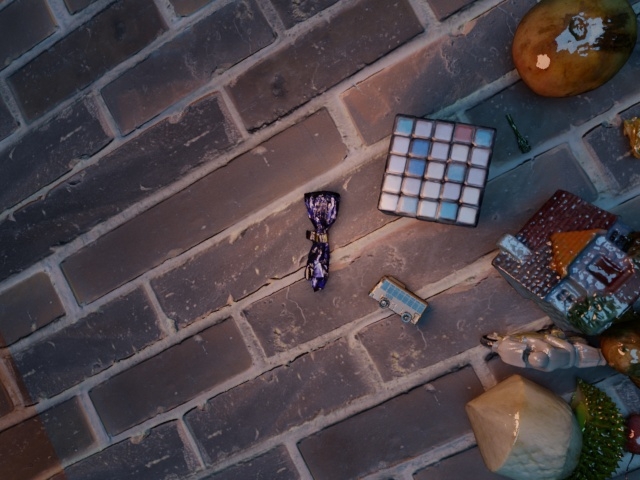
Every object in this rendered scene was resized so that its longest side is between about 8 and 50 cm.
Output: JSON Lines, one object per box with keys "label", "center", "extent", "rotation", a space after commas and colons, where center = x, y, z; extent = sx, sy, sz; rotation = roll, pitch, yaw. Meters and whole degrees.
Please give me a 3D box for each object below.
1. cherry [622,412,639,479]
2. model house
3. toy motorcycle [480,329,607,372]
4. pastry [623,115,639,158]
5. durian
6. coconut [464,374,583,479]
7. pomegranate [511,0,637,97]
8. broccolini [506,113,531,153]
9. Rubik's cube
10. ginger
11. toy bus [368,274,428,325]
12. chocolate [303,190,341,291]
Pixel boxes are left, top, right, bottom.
{"label": "cherry", "center": [0.955, 0.638, 1.443], "extent": [0.107, 0.090, 0.225], "rotation": [15, 76, -27]}
{"label": "model house", "center": [0.720, 0.028, 1.379], "extent": [0.339, 0.297, 0.360], "rotation": [42, 92, 10]}
{"label": "toy motorcycle", "center": [0.668, 0.330, 1.443], "extent": [0.341, 0.223, 0.107], "rotation": [1, 94, 9]}
{"label": "pastry", "center": [1.043, -0.332, 1.412], "extent": [0.250, 0.102, 0.154], "rotation": [-10, 88, 13]}
{"label": "durian", "center": [0.812, 0.617, 1.469], "extent": [0.159, 0.169, 0.351], "rotation": [14, 96, -15]}
{"label": "coconut", "center": [0.588, 0.554, 1.431], "extent": [0.329, 0.329, 0.328], "rotation": [0, 91, 11]}
{"label": "pomegranate", "center": [0.723, -0.569, 1.382], "extent": [0.323, 0.322, 0.321], "rotation": [0, 91, 11]}
{"label": "broccolini", "center": [0.635, -0.344, 1.534], "extent": [0.035, 0.030, 0.139], "rotation": [-22, 82, 3]}
{"label": "Rubik's cube", "center": [0.343, -0.199, 1.459], "extent": [0.292, 0.287, 0.292], "rotation": [9, 93, 10]}
{"label": "ginger", "center": [0.912, 0.304, 1.363], "extent": [0.358, 0.274, 0.152], "rotation": [33, 124, -22]}
{"label": "toy bus", "center": [0.256, 0.192, 1.585], "extent": [0.182, 0.091, 0.103], "rotation": [33, 95, 7]}
{"label": "chocolate", "center": [-0.002, 0.004, 1.626], "extent": [0.149, 0.126, 0.342], "rotation": [8, 97, 50]}
